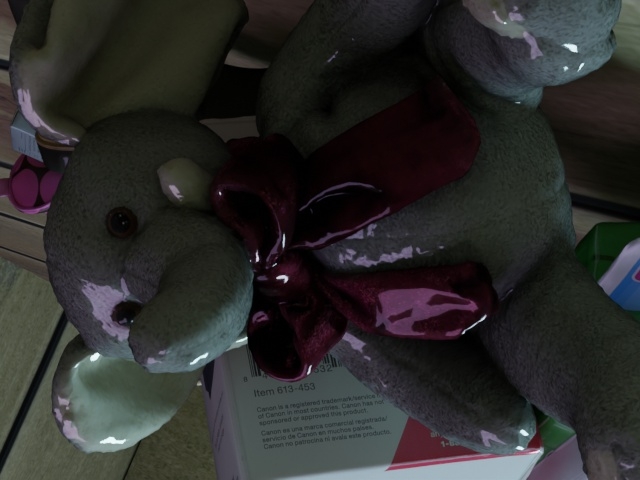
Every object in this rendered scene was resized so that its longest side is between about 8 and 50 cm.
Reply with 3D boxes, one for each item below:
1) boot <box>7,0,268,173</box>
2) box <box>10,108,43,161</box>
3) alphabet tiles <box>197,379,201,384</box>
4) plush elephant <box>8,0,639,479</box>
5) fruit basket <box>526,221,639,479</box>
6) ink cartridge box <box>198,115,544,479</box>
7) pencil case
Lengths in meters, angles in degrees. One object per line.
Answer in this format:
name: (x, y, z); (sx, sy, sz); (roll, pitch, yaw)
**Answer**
boot: (-0.098, -0.118, 1.000); (0.197, 0.077, 0.137); (-9, 122, 5)
box: (-0.215, -0.079, 1.580); (0.186, 0.038, 0.145); (23, 171, -8)
alphabet tiles: (-0.041, 0.117, 1.817); (0.284, 0.021, 0.278); (-13, -173, -26)
plush elephant: (-0.016, -0.009, 0.753); (0.255, 0.272, 0.330); (-19, -158, -15)
fruit basket: (0.284, 0.122, 0.956); (0.353, 0.165, 0.327); (20, 152, -6)
ink cartridge box: (0.013, 0.046, 0.948); (0.172, 0.237, 0.100); (-5, 149, -13)
pencil case: (-0.257, -0.037, 1.749); (0.098, 0.095, 0.209); (-22, 151, 19)
